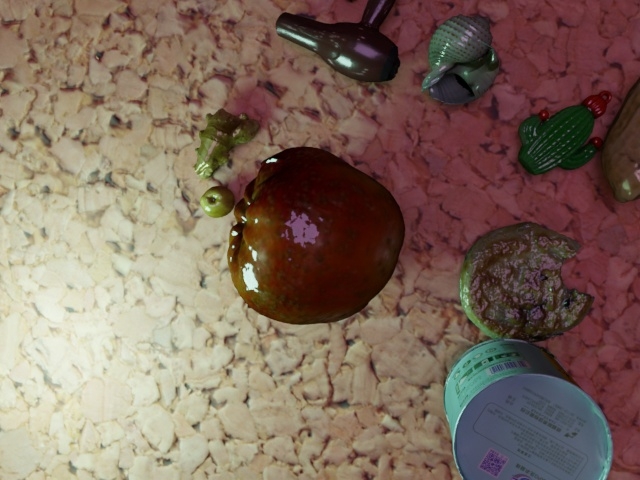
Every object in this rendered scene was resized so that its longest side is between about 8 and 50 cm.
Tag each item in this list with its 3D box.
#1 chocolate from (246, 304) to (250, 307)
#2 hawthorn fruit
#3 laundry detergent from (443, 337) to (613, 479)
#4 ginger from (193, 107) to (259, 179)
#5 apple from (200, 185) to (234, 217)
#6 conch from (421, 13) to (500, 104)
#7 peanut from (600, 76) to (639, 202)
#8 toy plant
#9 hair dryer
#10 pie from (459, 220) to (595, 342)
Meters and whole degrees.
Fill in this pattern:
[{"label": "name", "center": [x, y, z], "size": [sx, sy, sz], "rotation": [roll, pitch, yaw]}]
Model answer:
[{"label": "chocolate", "center": [-0.105, 0.124, 1.376], "size": [0.183, 0.028, 0.085], "rotation": [-5, 92, 7]}, {"label": "hawthorn fruit", "center": [0.000, 0.000, 1.206], "size": [0.403, 0.403, 0.402], "rotation": [0, 90, 8]}, {"label": "laundry detergent", "center": [0.410, 0.367, 1.153], "size": [0.288, 0.305, 0.287], "rotation": [1, 95, 9]}, {"label": "ginger", "center": [-0.257, -0.254, 1.374], "size": [0.205, 0.081, 0.115], "rotation": [-45, 116, -3]}, {"label": "apple", "center": [-0.258, -0.097, 1.377], "size": [0.084, 0.071, 0.083], "rotation": [0, 89, 6]}, {"label": "conch", "center": [0.322, -0.423, 1.269], "size": [0.172, 0.131, 0.200], "rotation": [34, 136, -15]}, {"label": "peanut", "center": [0.724, -0.236, 1.195], "size": [0.174, 0.158, 0.339], "rotation": [36, 100, 45]}, {"label": "toy plant", "center": [0.566, -0.237, 1.256], "size": [0.241, 0.088, 0.154], "rotation": [-18, 99, -3]}, {"label": "hair dryer", "center": [0.095, -0.568, 1.302], "size": [0.313, 0.123, 0.340], "rotation": [29, 96, 11]}, {"label": "pie", "center": [0.470, 0.101, 1.275], "size": [0.303, 0.067, 0.302], "rotation": [0, 91, 7]}]
